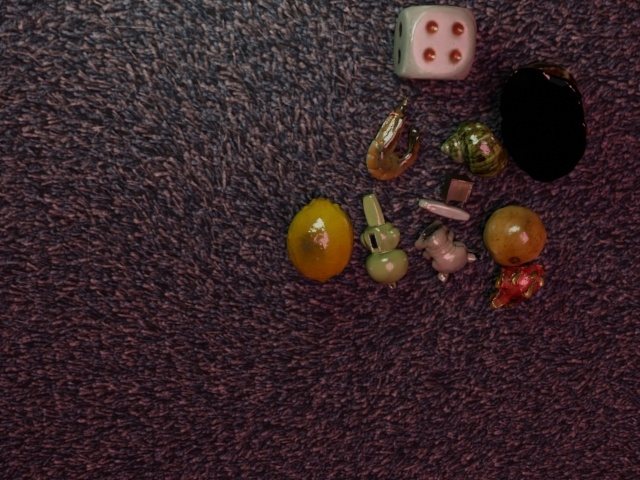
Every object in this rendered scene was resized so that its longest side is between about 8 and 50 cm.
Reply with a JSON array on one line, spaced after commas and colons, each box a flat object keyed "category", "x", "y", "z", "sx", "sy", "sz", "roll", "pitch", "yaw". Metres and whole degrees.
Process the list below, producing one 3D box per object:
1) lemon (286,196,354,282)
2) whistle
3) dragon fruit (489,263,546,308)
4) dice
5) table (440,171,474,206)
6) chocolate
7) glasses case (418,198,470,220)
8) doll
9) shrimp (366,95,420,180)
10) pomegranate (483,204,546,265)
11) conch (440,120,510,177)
[{"category": "lemon", "x": 0.000, "y": 0.000, "z": 1.771, "sx": 0.204, "sy": 0.204, "sz": 0.260, "roll": 0, "pitch": 106, "yaw": -6}, {"category": "whistle", "x": 0.196, "y": 0.004, "z": 1.848, "sx": 0.141, "sy": 0.141, "sz": 0.293, "roll": -6, "pitch": 89, "yaw": -4}, {"category": "dragon fruit", "x": 0.616, "y": 0.140, "z": 1.913, "sx": 0.207, "sy": 0.150, "sz": 0.133, "roll": -47, "pitch": 137, "yaw": 12}, {"category": "dice", "x": 0.311, "y": -0.539, "z": 1.658, "sx": 0.193, "sy": 0.194, "sz": 0.191, "roll": 0, "pitch": 107, "yaw": -4}, {"category": "table", "x": 0.414, "y": -0.154, "z": 1.834, "sx": 0.070, "sy": 0.083, "sz": 0.082, "roll": 10, "pitch": 111, "yaw": -5}, {"category": "chocolate", "x": 0.643, "y": -0.359, "z": 1.733, "sx": 0.225, "sy": 0.210, "sz": 0.340, "roll": -10, "pitch": 114, "yaw": 28}, {"category": "glasses case", "x": 0.381, "y": -0.094, "z": 1.855, "sx": 0.164, "sy": 0.063, "sz": 0.041, "roll": 14, "pitch": 101, "yaw": -10}, {"category": "doll", "x": 0.388, "y": 0.031, "z": 1.875, "sx": 0.149, "sy": 0.095, "sz": 0.192, "roll": -43, "pitch": 103, "yaw": 4}, {"category": "shrimp", "x": 0.235, "y": -0.291, "z": 1.789, "sx": 0.145, "sy": 0.059, "sz": 0.254, "roll": 28, "pitch": 101, "yaw": -15}, {"category": "pomegranate", "x": 0.596, "y": -0.022, "z": 1.844, "sx": 0.196, "sy": 0.196, "sz": 0.196, "roll": -2, "pitch": 106, "yaw": -5}, {"category": "conch", "x": 0.457, "y": -0.259, "z": 1.778, "sx": 0.182, "sy": 0.124, "sz": 0.187, "roll": 22, "pitch": 143, "yaw": 26}]
